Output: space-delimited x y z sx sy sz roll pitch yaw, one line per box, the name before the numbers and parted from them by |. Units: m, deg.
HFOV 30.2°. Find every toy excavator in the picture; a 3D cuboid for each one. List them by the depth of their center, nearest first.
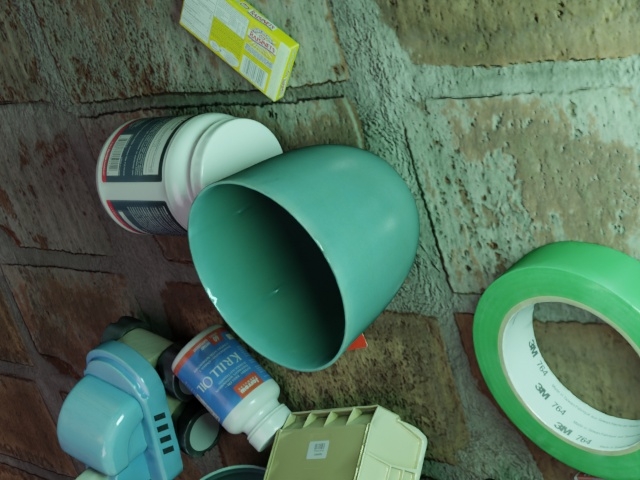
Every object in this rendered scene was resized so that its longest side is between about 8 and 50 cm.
toy excavator | -0.413 0.425 2.254 0.222 0.445 0.433 20 131 37

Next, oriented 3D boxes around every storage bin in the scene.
storage bin | 0.024 0.415 1.942 0.123 0.260 0.262 29 154 -29

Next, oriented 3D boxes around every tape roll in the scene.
tape roll | 0.350 0.158 1.533 0.321 0.077 0.321 28 135 32

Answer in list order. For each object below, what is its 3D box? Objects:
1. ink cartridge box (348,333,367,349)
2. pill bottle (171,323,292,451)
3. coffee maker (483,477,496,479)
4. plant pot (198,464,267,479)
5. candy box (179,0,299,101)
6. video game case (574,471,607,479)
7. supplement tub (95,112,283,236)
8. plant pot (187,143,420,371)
ink cartridge box | -0.018 0.112 1.923 0.145 0.045 0.179 -17 102 52
pill bottle | -0.151 0.266 2.118 0.221 0.124 0.124 44 142 12
coffee maker | 0.257 0.483 1.800 0.171 0.120 0.178 47 120 24
plant pot | -0.139 0.585 2.251 0.293 0.293 0.196 45 168 12
candy box | -0.123 -0.303 1.732 0.206 0.027 0.105 41 138 17
video game case | 0.498 0.403 1.602 0.285 0.025 0.204 -11 110 50
supplement tub | -0.203 -0.100 1.837 0.272 0.191 0.191 3 120 46
plant pot | 0.000 0.000 1.659 0.293 0.235 0.293 28 135 32
